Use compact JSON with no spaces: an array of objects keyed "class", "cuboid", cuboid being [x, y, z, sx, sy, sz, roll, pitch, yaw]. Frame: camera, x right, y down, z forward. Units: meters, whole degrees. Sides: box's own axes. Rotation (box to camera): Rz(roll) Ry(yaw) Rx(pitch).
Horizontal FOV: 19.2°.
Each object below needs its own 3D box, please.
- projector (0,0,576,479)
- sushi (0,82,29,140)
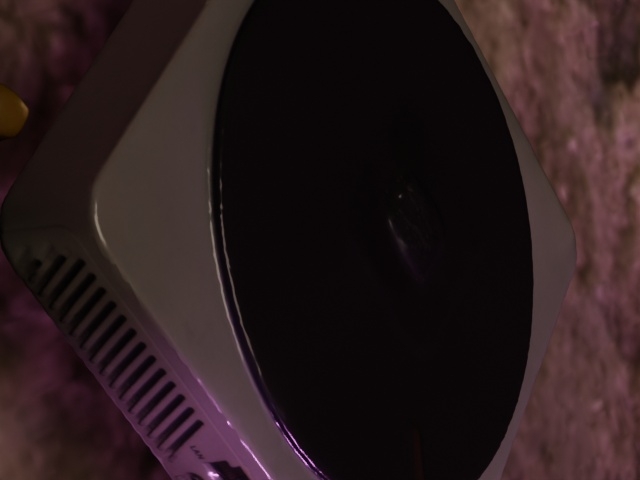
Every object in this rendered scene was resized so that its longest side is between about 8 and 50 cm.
[{"class":"projector","cuboid":[0.000,0.000,0.767,0.257,0.079,0.259,57,40,-30]},{"class":"sushi","cuboid":[-0.178,-0.034,0.581,0.172,0.153,0.150,12,98,-21]}]
